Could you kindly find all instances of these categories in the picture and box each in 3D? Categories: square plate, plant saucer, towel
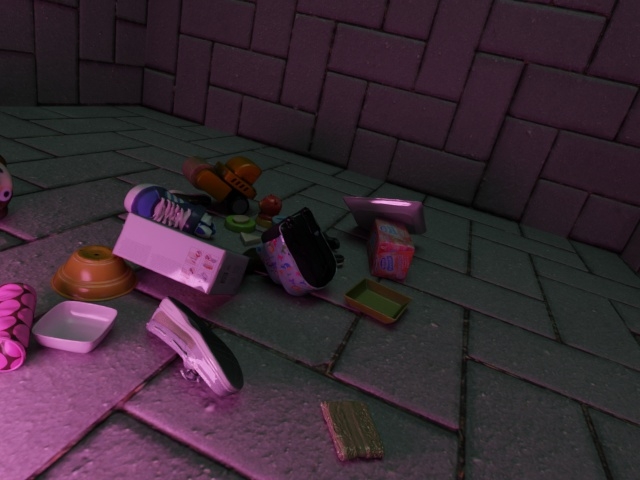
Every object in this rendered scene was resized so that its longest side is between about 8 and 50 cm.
[{"bbox_3d":[0.299,-0.101,1.887,0.346,0.050,0.344,6,-17,20],"label":"square plate"},{"bbox_3d":[0.189,0.206,1.372,0.188,0.045,0.188,24,24,22],"label":"plant saucer"},{"bbox_3d":[0.067,0.396,0.871,0.109,0.027,0.148,6,22,-20],"label":"towel"}]

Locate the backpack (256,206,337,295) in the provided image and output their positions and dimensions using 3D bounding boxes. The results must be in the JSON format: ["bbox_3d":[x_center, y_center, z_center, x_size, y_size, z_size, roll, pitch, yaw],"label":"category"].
[{"bbox_3d":[-0.069,0.052,1.351,0.254,0.191,0.225,57,37,-3],"label":"backpack"}]

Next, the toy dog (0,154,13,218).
[{"bbox_3d":[-1.157,-0.158,1.215,0.407,0.285,0.395,-2,-9,-31],"label":"toy dog"}]

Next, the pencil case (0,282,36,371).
[{"bbox_3d":[-0.666,0.178,0.869,0.098,0.095,0.209,20,16,-37],"label":"pencil case"}]

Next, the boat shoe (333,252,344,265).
[{"bbox_3d":[-0.016,0.042,1.601,0.232,0.079,0.084,16,20,1],"label":"boat shoe"}]

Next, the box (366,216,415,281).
[{"bbox_3d":[0.284,0.027,1.713,0.141,0.154,0.300,13,23,-2],"label":"box"}]

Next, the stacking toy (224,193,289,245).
[{"bbox_3d":[-0.233,-0.091,1.717,0.279,0.131,0.309,-2,27,-35],"label":"stacking toy"}]

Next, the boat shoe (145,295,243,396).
[{"bbox_3d":[-0.290,0.247,0.932,0.320,0.103,0.118,34,-10,34],"label":"boat shoe"}]

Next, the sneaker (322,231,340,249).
[{"bbox_3d":[0.001,-0.002,1.755,0.089,0.051,0.170,-4,23,-37],"label":"sneaker"}]

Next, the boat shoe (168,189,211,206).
[{"bbox_3d":[-0.564,-0.163,1.777,0.227,0.081,0.069,2,67,-53],"label":"boat shoe"}]

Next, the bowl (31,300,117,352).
[{"bbox_3d":[-0.551,0.200,0.934,0.141,0.053,0.142,12,23,-5],"label":"bowl"}]

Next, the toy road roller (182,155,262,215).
[{"bbox_3d":[-0.416,-0.290,1.835,0.329,0.241,0.202,37,1,-43],"label":"toy road roller"}]

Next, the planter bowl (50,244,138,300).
[{"bbox_3d":[-0.623,0.073,1.147,0.216,0.091,0.217,12,22,-5],"label":"planter bowl"}]

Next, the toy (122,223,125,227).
[{"bbox_3d":[-0.612,-0.032,1.447,0.136,0.056,0.237,2,25,-30],"label":"toy"}]

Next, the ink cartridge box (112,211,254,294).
[{"bbox_3d":[-0.386,0.050,1.227,0.309,0.130,0.272,20,-4,12],"label":"ink cartridge box"}]

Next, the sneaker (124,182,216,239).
[{"bbox_3d":[-0.496,-0.086,1.454,0.236,0.130,0.323,26,0,14],"label":"sneaker"}]

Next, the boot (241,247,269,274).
[{"bbox_3d":[-0.193,0.075,1.408,0.106,0.082,0.219,20,21,22],"label":"boot"}]
